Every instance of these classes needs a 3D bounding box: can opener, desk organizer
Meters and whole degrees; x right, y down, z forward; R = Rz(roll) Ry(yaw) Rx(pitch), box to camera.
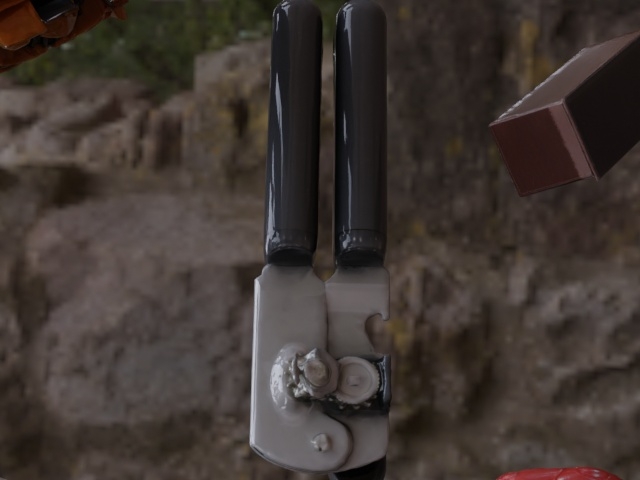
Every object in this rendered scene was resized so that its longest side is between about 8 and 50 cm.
[{"bbox_3d":[0.000,0.000,0.982,0.093,0.074,0.280,100,171,-71],"label":"can opener"},{"bbox_3d":[0.146,-0.072,0.957,0.130,0.050,0.047,-38,-73,-49],"label":"desk organizer"}]

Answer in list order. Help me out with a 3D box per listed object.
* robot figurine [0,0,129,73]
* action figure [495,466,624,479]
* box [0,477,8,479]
[{"bbox_3d":[-0.158,-0.148,0.988,0.085,0.211,0.291,63,165,-7],"label":"robot figurine"},{"bbox_3d":[0.094,0.159,0.477,0.280,0.139,0.091,-57,-32,-67],"label":"action figure"},{"bbox_3d":[-0.352,0.351,1.545,0.067,0.063,0.324,32,-86,-41],"label":"box"}]
